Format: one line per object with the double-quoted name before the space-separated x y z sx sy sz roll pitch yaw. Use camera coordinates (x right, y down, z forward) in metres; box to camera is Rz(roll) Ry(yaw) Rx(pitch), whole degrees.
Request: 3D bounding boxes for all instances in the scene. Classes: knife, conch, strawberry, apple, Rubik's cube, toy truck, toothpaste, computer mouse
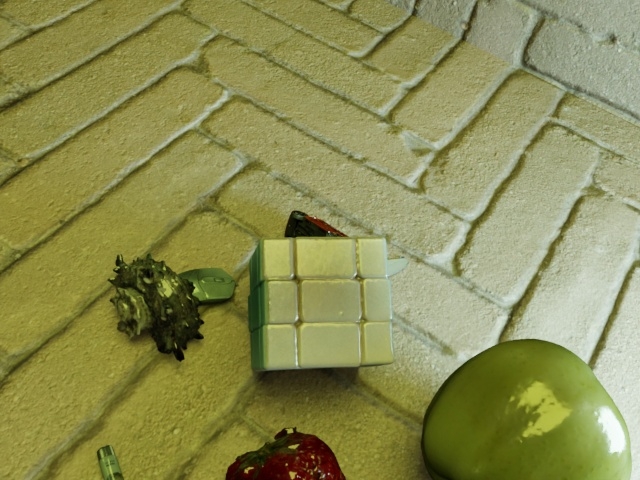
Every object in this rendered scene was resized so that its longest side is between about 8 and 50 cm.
"knife" 0.122 0.087 2.053 0.336 0.043 0.081 -4 52 -16
"conch" -0.442 0.176 1.768 0.313 0.240 0.186 43 19 -5
"strawberry" -0.067 0.565 1.527 0.274 0.274 0.220 -26 98 -28
"apple" 0.465 0.465 1.572 0.474 0.473 0.473 6 51 -7
"Rubik's cube" -0.012 0.169 1.717 0.319 0.322 0.315 0 78 -12
"toy truck" 0.000 0.000 2.021 0.114 0.107 0.253 1 23 -41
"toothpaste" -0.459 0.582 1.535 0.062 0.039 0.239 -12 57 -29
"computer mouse" -0.340 0.130 1.901 0.229 0.068 0.113 -11 56 -20
